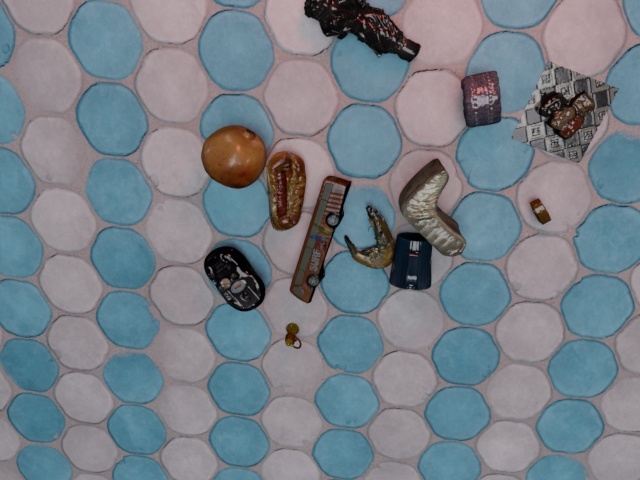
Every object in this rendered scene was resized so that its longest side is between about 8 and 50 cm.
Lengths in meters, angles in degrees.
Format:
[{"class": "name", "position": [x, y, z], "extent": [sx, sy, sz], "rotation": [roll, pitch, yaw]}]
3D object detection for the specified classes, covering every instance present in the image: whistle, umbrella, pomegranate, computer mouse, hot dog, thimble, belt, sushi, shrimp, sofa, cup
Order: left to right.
[{"class": "pomegranate", "position": [-0.249, -0.247, 1.650], "extent": [0.191, 0.191, 0.191], "rotation": [2, 109, 4]}, {"class": "computer mouse", "position": [-0.271, 0.119, 1.823], "extent": [0.137, 0.096, 0.233], "rotation": [-34, 99, 10]}, {"class": "hot dog", "position": [-0.106, -0.150, 1.714], "extent": [0.131, 0.069, 0.253], "rotation": [-7, 114, -23]}, {"class": "whistle", "position": [-0.094, 0.327, 1.873], "extent": [0.046, 0.109, 0.057], "rotation": [-23, 111, 12]}, {"class": "umbrella", "position": [0.110, -0.576, 1.534], "extent": [0.336, 0.128, 0.154], "rotation": [39, 106, -12]}, {"class": "shrimp", "position": [0.151, -0.004, 1.769], "extent": [0.150, 0.051, 0.217], "rotation": [-12, 112, 16]}, {"class": "cup", "position": [0.280, 0.066, 1.720], "extent": [0.131, 0.176, 0.155], "rotation": [4, 103, 5]}, {"class": "sofa", "position": [0.353, -0.095, 1.638], "extent": [0.225, 0.210, 0.176], "rotation": [44, 106, -7]}, {"class": "thimble", "position": [0.443, -0.389, 1.557], "extent": [0.097, 0.150, 0.150], "rotation": [-7, 109, 13]}, {"class": "belt", "position": [0.656, -0.087, 1.690], "extent": [0.036, 0.059, 0.083], "rotation": [-31, 115, 15]}, {"class": "sushi", "position": [0.697, -0.356, 1.597], "extent": [0.219, 0.047, 0.232], "rotation": [20, 110, -2]}]

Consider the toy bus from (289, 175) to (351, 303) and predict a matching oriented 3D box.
[{"class": "toy bus", "position": [0.000, 0.000, 1.760], "extent": [0.092, 0.093, 0.409], "rotation": [20, 109, 6]}]
